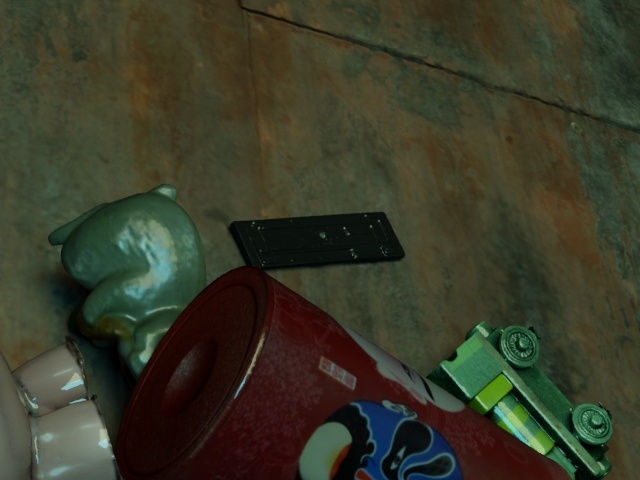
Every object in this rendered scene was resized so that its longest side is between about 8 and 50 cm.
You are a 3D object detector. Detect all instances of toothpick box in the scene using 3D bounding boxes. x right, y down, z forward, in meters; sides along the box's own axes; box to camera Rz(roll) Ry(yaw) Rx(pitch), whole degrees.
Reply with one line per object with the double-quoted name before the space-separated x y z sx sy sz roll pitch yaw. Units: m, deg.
"toothpick box" 0.025 0.189 1.178 0.333 0.204 0.204 33 40 -23

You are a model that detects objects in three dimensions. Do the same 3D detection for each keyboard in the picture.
"keyboard" 0.000 0.000 1.522 0.204 0.013 0.061 -4 56 -38

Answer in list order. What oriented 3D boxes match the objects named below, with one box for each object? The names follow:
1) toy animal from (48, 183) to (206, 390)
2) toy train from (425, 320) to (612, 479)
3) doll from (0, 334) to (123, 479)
"toy animal" -0.140 0.080 1.270 0.125 0.127 0.251 -10 63 -44
"toy train" 0.203 0.178 1.460 0.200 0.083 0.132 47 53 11
"doll" -0.286 0.180 1.055 0.268 0.216 0.284 -15 42 -15
